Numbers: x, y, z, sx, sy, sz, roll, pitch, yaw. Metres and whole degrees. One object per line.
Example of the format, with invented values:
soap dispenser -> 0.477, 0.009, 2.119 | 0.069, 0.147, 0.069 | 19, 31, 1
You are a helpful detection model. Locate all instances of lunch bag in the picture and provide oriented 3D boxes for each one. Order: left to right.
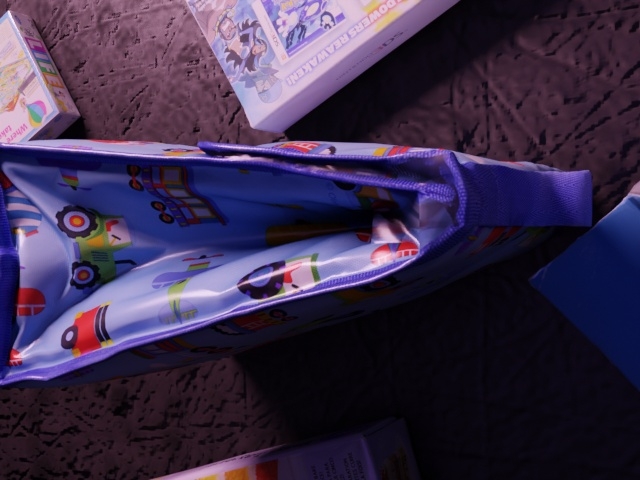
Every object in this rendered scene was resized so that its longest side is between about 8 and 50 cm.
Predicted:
lunch bag -> 0.000, 0.000, 0.476 | 0.293, 0.221, 0.138 | -6, 88, 26

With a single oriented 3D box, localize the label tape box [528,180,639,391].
label tape box -> 0.279, 0.023, 0.330 | 0.249, 0.115, 0.348 | 47, 123, 2

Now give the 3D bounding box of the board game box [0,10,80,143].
board game box -> -0.282, -0.104, 0.722 | 0.154, 0.026, 0.103 | -34, 76, 22

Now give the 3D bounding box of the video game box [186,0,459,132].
video game box -> -0.002, -0.205, 0.573 | 0.205, 0.048, 0.187 | -33, 74, 23

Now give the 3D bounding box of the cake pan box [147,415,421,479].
cake pan box -> -0.025, 0.276, 0.578 | 0.246, 0.070, 0.266 | -19, 83, 27
